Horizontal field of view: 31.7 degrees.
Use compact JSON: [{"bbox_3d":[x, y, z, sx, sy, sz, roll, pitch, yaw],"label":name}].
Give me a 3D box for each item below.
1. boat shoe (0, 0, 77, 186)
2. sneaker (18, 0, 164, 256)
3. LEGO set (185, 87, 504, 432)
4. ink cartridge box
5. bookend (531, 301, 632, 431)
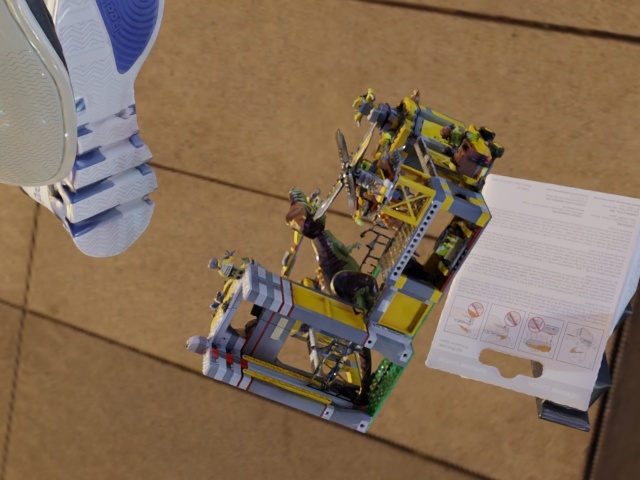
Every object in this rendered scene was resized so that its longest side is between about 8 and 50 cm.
[{"bbox_3d":[-0.172,-0.119,0.591,0.084,0.233,0.079,0,51,4],"label":"boat shoe"},{"bbox_3d":[-0.253,-0.153,1.048,0.182,0.127,0.316,24,121,32],"label":"sneaker"},{"bbox_3d":[0.000,0.000,1.036,0.192,0.255,0.331,22,121,-16],"label":"LEGO set"},{"bbox_3d":[0.229,0.051,1.168,0.181,0.056,0.225,13,78,29],"label":"ink cartridge box"},{"bbox_3d":[0.325,0.119,1.369,0.072,0.156,0.157,17,133,-13],"label":"bookend"}]
